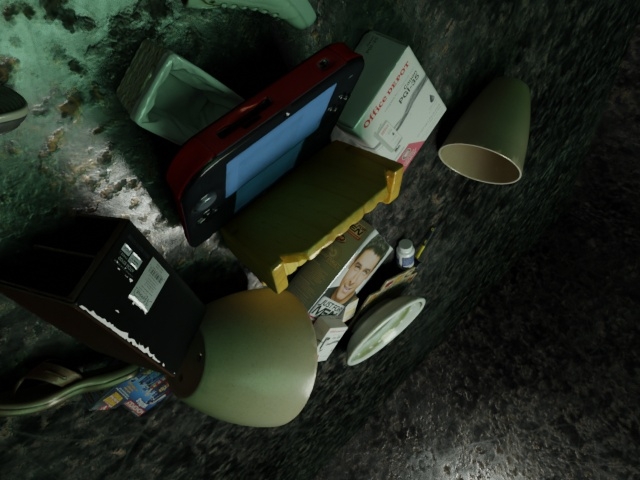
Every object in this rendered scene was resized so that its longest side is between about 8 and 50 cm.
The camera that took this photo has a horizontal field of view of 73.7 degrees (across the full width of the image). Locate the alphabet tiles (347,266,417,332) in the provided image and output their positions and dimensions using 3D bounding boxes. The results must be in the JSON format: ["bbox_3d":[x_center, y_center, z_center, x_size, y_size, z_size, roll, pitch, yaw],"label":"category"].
[{"bbox_3d":[0.244,0.238,1.687,0.285,0.011,0.343,-18,147,-39],"label":"alphabet tiles"}]

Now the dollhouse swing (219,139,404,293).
[{"bbox_3d":[0.000,0.000,0.995,0.346,0.315,0.305,-38,133,-18],"label":"dollhouse swing"}]

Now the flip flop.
[{"bbox_3d":[-0.495,0.263,0.822,0.276,0.112,0.080,-9,93,-35],"label":"flip flop"}]

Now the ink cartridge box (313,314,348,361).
[{"bbox_3d":[0.006,0.293,1.272,0.099,0.056,0.135,10,116,-52],"label":"ink cartridge box"}]

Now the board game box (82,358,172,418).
[{"bbox_3d":[-0.429,0.324,0.987,0.194,0.060,0.194,-34,144,-23],"label":"board game box"}]

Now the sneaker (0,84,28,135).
[{"bbox_3d":[-0.469,-0.116,0.507,0.222,0.083,0.118,-30,161,-39],"label":"sneaker"}]

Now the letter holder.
[{"bbox_3d":[-0.382,0.100,0.767,0.302,0.214,0.152,71,32,-52],"label":"letter holder"}]

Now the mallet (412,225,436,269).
[{"bbox_3d":[0.414,0.032,1.699,0.190,0.062,0.039,-54,148,5],"label":"mallet"}]

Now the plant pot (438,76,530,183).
[{"bbox_3d":[0.545,-0.356,1.337,0.256,0.256,0.274,34,78,-57],"label":"plant pot"}]

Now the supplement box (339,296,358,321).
[{"bbox_3d":[0.097,0.247,1.558,0.062,0.036,0.099,-22,138,-36],"label":"supplement box"}]

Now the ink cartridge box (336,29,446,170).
[{"bbox_3d":[0.156,-0.308,1.004,0.207,0.117,0.283,-56,147,9],"label":"ink cartridge box"}]

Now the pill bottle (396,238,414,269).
[{"bbox_3d":[0.318,0.049,1.598,0.067,0.067,0.120,-38,145,-19],"label":"pill bottle"}]

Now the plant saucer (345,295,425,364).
[{"bbox_3d":[0.239,0.334,1.705,0.400,0.101,0.401,-31,154,-18],"label":"plant saucer"}]

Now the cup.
[{"bbox_3d":[-0.206,0.264,0.975,0.236,0.331,0.331,13,113,-45],"label":"cup"}]

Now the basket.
[{"bbox_3d":[-0.213,-0.217,0.669,0.113,0.103,0.167,-56,146,10],"label":"basket"}]

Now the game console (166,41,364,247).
[{"bbox_3d":[-0.094,-0.154,0.769,0.386,0.060,0.342,-41,173,-20],"label":"game console"}]

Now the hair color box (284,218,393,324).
[{"bbox_3d":[0.039,0.112,1.285,0.375,0.113,0.185,-52,148,1],"label":"hair color box"}]

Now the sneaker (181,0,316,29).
[{"bbox_3d":[-0.134,-0.375,0.622,0.290,0.106,0.123,18,115,-45],"label":"sneaker"}]
